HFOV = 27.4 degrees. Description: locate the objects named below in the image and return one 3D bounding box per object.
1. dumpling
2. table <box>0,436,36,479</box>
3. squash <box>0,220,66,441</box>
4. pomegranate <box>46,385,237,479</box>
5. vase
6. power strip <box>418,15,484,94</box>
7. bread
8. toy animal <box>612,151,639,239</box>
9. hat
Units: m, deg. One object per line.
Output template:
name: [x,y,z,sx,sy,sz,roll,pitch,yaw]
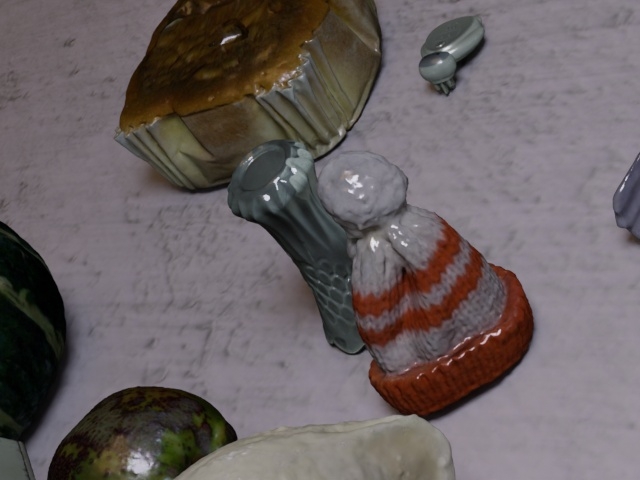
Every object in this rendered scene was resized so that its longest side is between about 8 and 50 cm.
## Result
dumpling: [-0.020,0.186,0.695,0.216,0.166,0.126,-25,0,-29]
table: [-0.266,0.241,0.794,0.240,0.111,0.121,-61,33,14]
squash: [-0.322,0.088,1.038,0.252,0.165,0.252,-23,42,22]
pomegranate: [-0.097,0.157,0.816,0.125,0.138,0.163,-33,-5,2]
vase: [0.000,0.000,0.863,0.081,0.148,0.081,-23,40,21]
power strip: [0.104,-0.148,1.038,0.055,0.035,0.083,-10,32,34]
bread: [-0.059,-0.149,1.109,0.210,0.110,0.192,-10,46,34]
toy animal: [0.295,-0.181,0.801,0.367,0.081,0.206,-60,-4,-28]
hat: [0.051,0.017,0.791,0.112,0.162,0.093,-32,33,4]
